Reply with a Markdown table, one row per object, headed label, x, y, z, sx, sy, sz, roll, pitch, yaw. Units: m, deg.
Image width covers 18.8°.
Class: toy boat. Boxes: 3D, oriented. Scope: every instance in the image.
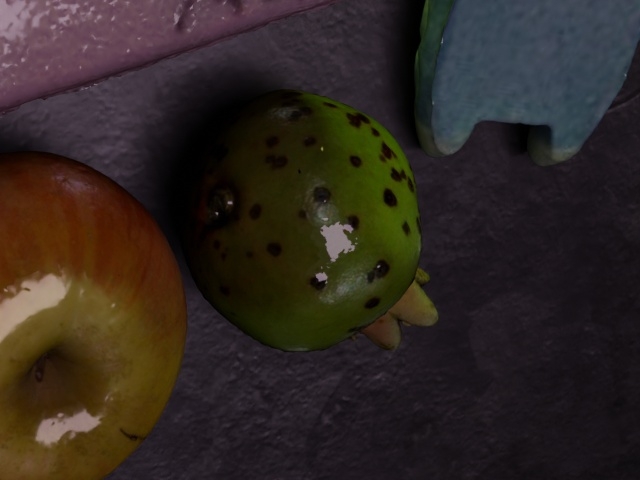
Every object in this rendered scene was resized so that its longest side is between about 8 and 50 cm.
| label | x | y | z | sx | sy | sz | roll | pitch | yaw |
| --- | --- | --- | --- | --- | --- | --- | --- | --- | --- |
| toy boat | 0.192 | -0.228 | 1.796 | 0.215 | 0.123 | 0.330 | 2 | 118 | -20 |

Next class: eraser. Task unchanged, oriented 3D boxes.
| label | x | y | z | sx | sy | sz | roll | pitch | yaw |
| --- | --- | --- | --- | --- | --- | --- | --- | --- | --- |
| eraser | -0.159 | -0.221 | 1.514 | 0.359 | 0.272 | 0.122 | -19 | 116 | -18 |

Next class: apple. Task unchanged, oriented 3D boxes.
| label | x | y | z | sx | sy | sz | roll | pitch | yaw |
| --- | --- | --- | --- | --- | --- | --- | --- | --- | --- |
| apple | -0.245 | 0.068 | 1.587 | 0.286 | 0.233 | 0.286 | -11 | 115 | -23 |

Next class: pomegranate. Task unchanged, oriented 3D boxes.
| label | x | y | z | sx | sy | sz | roll | pitch | yaw |
| --- | --- | --- | --- | --- | --- | --- | --- | --- | --- |
| pomegranate | -0.007 | -0.015 | 1.720 | 0.231 | 0.231 | 0.286 | -61 | 162 | 2 |
